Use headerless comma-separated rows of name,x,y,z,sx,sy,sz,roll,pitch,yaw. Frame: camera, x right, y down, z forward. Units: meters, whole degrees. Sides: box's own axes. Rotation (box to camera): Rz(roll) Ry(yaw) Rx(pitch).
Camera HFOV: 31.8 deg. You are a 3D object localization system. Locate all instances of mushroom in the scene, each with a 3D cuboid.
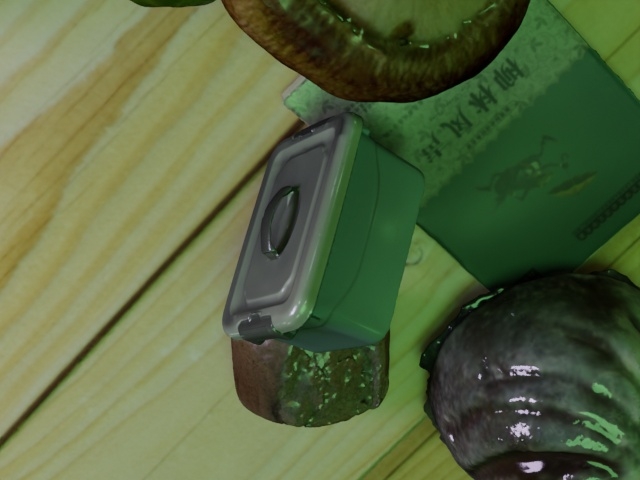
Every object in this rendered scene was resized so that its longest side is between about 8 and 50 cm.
mushroom,0.056,-0.289,0.946,0.345,0.259,0.346,-3,99,-21

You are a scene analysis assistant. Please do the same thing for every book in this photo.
book,0.182,-0.116,1.179,0.379,0.031,0.264,41,105,-20

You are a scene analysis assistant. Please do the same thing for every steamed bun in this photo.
steamed bun,-0.009,0.132,1.221,0.175,0.106,0.145,-3,113,-8

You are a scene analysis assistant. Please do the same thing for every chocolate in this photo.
chocolate,0.274,0.206,1.214,0.303,0.213,0.303,-4,120,-7

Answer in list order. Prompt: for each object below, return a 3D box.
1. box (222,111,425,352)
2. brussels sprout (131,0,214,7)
box,0.000,0.000,1.099,0.130,0.162,0.227,24,69,-26
brussels sprout,-0.149,-0.281,1.022,0.151,0.122,0.149,-13,116,0
